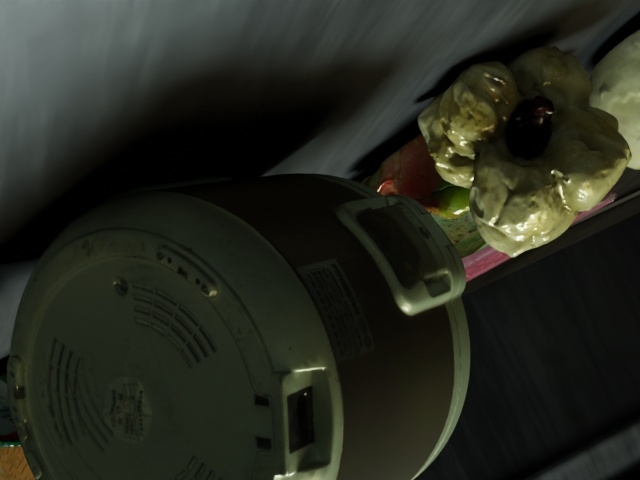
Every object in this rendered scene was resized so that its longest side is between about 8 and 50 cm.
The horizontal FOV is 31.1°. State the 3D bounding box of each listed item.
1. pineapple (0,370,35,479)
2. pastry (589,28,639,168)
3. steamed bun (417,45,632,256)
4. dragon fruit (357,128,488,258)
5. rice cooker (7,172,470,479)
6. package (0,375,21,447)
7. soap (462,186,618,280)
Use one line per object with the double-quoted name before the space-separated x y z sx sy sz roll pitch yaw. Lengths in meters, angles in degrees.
"pineapple" -0.303 0.236 1.470 0.223 0.223 0.357 -27 178 3
"pastry" 0.415 -0.187 1.269 0.264 0.133 0.265 -27 171 -5
"steamed bun" 0.207 -0.093 1.082 0.192 0.178 0.106 -23 175 -16
"dragon fruit" 0.167 -0.071 1.257 0.295 0.130 0.268 -34 164 31
"rice cooker" -0.055 0.096 0.975 0.335 0.335 0.325 -33 169 32
"package" -0.339 0.141 1.016 0.232 0.040 0.166 11 -170 35
"soap" 0.213 -0.021 1.644 0.233 0.128 0.359 -18 169 -43
